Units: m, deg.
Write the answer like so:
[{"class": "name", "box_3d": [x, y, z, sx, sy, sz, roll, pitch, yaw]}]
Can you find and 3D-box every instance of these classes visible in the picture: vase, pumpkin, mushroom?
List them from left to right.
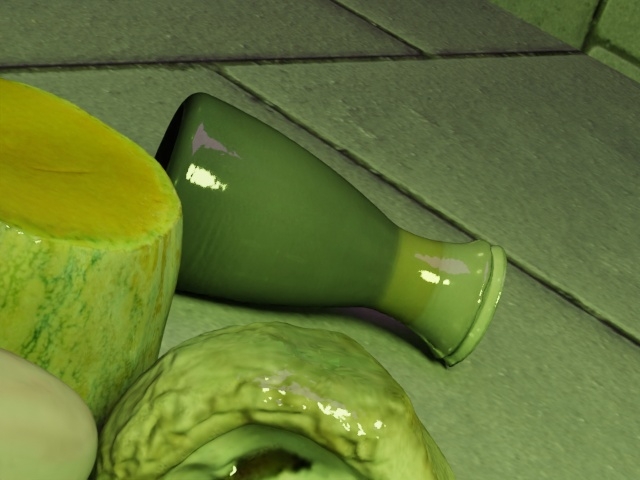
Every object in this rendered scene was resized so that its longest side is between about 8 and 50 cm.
[{"class": "pumpkin", "box_3d": [-0.256, 0.001, 1.214, 0.332, 0.199, 0.332, 17, 25, -8]}, {"class": "mushroom", "box_3d": [-0.010, 0.142, 1.140, 0.267, 0.164, 0.189, 22, 23, 2]}, {"class": "vase", "box_3d": [0.000, 0.000, 1.490, 0.321, 0.173, 0.173, 20, 22, -12]}]

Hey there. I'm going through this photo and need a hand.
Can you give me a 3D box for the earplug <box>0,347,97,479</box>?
[{"class": "earplug", "box_3d": [-0.265, 0.117, 0.997, 0.301, 0.172, 0.172, 10, 24, -40]}]
